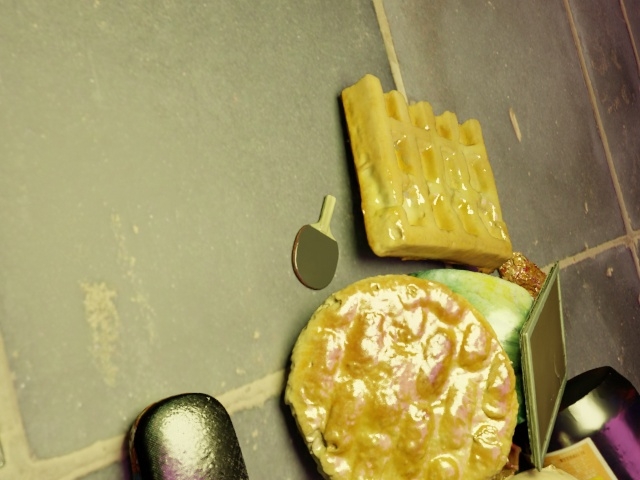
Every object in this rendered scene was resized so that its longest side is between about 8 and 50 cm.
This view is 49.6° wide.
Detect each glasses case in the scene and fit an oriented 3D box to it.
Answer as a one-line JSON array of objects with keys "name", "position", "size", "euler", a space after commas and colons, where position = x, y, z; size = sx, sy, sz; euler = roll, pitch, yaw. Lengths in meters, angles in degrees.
[{"name": "glasses case", "position": [-0.134, 0.337, 0.795], "size": [0.122, 0.082, 0.321], "euler": [-8, 80, -38]}]

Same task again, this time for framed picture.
[{"name": "framed picture", "position": [0.362, 0.189, 1.113], "size": [0.293, 0.018, 0.231], "euler": [-35, 119, -57]}]

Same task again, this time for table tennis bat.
[{"name": "table tennis bat", "position": [0.000, 0.000, 1.063], "size": [0.087, 0.013, 0.156], "euler": [32, 60, -32]}]

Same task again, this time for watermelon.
[{"name": "watermelon", "position": [0.245, 0.195, 1.140], "size": [0.201, 0.212, 0.262], "euler": [39, 56, -54]}]

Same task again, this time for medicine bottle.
[{"name": "medicine bottle", "position": [0.536, 0.444, 1.239], "size": [0.242, 0.242, 0.395], "euler": [-25, 82, -44]}]

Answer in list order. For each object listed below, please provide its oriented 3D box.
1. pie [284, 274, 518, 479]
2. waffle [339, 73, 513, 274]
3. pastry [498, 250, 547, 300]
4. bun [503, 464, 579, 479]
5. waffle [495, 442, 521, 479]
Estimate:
[{"name": "pie", "position": [0.115, 0.206, 0.974], "size": [0.339, 0.083, 0.340], "euler": [1, 78, -6]}, {"name": "waffle", "position": [0.192, -0.099, 1.187], "size": [0.348, 0.077, 0.304], "euler": [8, 63, -42]}, {"name": "pastry", "position": [0.425, 0.081, 1.398], "size": [0.169, 0.063, 0.087], "euler": [33, 56, -31]}, {"name": "bun", "position": [0.342, 0.505, 1.067], "size": [0.299, 0.164, 0.299], "euler": [-19, 119, -37]}, {"name": "waffle", "position": [0.236, 0.404, 1.138], "size": [0.229, 0.057, 0.219], "euler": [37, 57, -31]}]
